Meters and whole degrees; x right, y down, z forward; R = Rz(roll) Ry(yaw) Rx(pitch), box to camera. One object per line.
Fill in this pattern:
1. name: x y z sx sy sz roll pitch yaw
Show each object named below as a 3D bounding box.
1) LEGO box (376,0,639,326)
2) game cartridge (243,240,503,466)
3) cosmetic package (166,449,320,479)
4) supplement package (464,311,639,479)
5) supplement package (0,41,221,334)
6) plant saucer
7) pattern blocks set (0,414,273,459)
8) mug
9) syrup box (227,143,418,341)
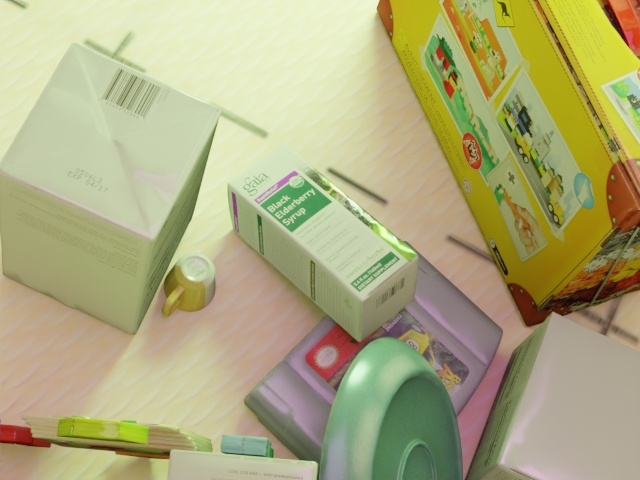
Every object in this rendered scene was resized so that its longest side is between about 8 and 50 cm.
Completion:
1. LEGO box: 0.284 -0.200 1.658 0.193 0.372 0.500 -17 72 -19
2. game cartridge: 0.077 0.157 1.635 0.196 0.060 0.294 44 65 4
3. cosmetic package: -0.086 0.403 1.364 0.155 0.197 0.365 4 77 7
4. supplement package: 0.333 0.243 1.601 0.262 0.145 0.204 25 64 -1
5. supplement package: -0.238 -0.048 1.520 0.177 0.293 0.175 25 64 -1
6. plant saucer: 0.086 0.261 1.446 0.044 0.317 0.317 -1 61 28
7. pattern blocks set: -0.207 0.203 1.425 0.325 0.285 0.026 6 78 -4
8. mug: -0.152 0.051 1.623 0.062 0.064 0.078 8 66 -10
9. syrup box: 0.000 0.000 1.627 0.093 0.096 0.237 -37 62 -23
